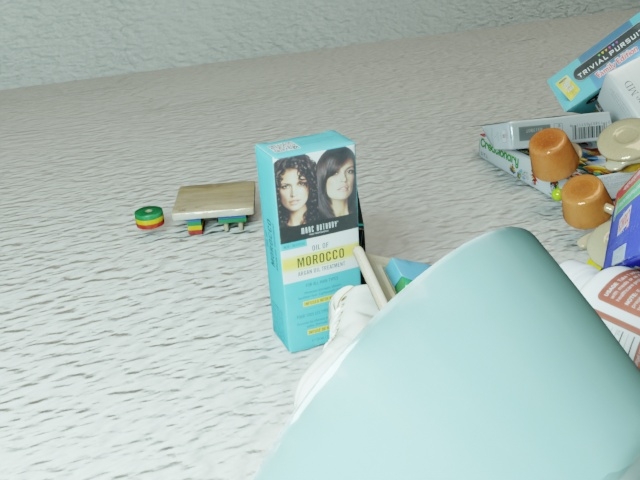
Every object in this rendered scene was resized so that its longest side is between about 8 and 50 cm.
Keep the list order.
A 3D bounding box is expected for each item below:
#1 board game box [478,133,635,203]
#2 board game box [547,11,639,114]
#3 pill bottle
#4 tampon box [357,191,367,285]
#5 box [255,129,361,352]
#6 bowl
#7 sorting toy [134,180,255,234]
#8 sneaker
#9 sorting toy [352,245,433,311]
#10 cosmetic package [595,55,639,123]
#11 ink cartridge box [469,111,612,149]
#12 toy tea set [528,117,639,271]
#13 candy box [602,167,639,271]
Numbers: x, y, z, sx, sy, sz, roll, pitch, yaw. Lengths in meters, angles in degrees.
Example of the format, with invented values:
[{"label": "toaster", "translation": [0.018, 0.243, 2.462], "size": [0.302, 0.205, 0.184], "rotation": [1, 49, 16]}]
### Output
[{"label": "board game box", "translation": [0.452, -0.148, 1.338], "size": [0.193, 0.053, 0.305], "rotation": [-10, 26, -15]}, {"label": "board game box", "translation": [0.639, -0.350, 1.440], "size": [0.254, 0.079, 0.336], "rotation": [-37, -20, 36]}, {"label": "pill bottle", "translation": [0.334, 0.098, 0.740], "size": [0.121, 0.121, 0.216], "rotation": [-19, 29, -29]}, {"label": "tampon box", "translation": [0.000, 0.000, 1.019], "size": [0.120, 0.101, 0.161], "rotation": [-3, 24, 0]}, {"label": "box", "translation": [-0.010, 0.003, 0.843], "size": [0.100, 0.244, 0.060], "rotation": [-13, 26, -20]}, {"label": "bowl", "translation": [0.109, 0.164, 0.476], "size": [0.311, 0.311, 0.163], "rotation": [-25, 52, -38]}, {"label": "sorting toy", "translation": [-0.167, -0.055, 1.227], "size": [0.274, 0.046, 0.132], "rotation": [-5, 25, -2]}, {"label": "sneaker", "translation": [0.036, 0.116, 0.764], "size": [0.123, 0.106, 0.290], "rotation": [19, 21, 27]}, {"label": "sorting toy", "translation": [0.145, 0.084, 0.737], "size": [0.208, 0.038, 0.193], "rotation": [16, 32, -30]}, {"label": "cosmetic package", "translation": [0.623, -0.253, 1.298], "size": [0.183, 0.151, 0.151], "rotation": [-27, -18, 5]}, {"label": "ink cartridge box", "translation": [0.407, -0.205, 1.367], "size": [0.189, 0.066, 0.232], "rotation": [-7, 4, -5]}, {"label": "toy tea set", "translation": [0.443, -0.061, 1.068], "size": [0.200, 0.124, 0.336], "rotation": [-27, 42, 9]}, {"label": "candy box", "translation": [0.488, 0.001, 0.770], "size": [0.317, 0.122, 0.268], "rotation": [9, -3, 14]}]
